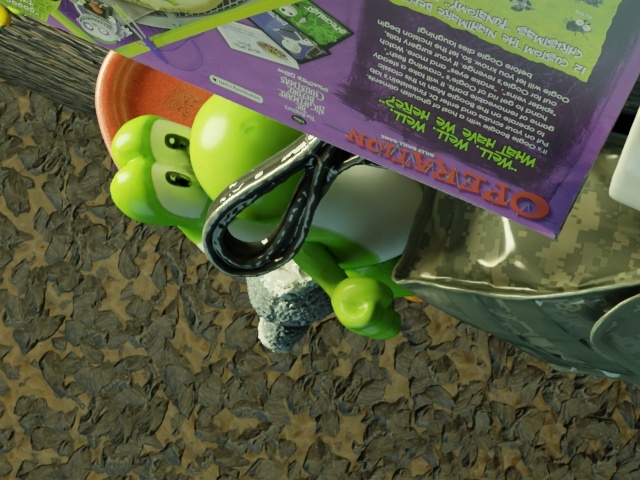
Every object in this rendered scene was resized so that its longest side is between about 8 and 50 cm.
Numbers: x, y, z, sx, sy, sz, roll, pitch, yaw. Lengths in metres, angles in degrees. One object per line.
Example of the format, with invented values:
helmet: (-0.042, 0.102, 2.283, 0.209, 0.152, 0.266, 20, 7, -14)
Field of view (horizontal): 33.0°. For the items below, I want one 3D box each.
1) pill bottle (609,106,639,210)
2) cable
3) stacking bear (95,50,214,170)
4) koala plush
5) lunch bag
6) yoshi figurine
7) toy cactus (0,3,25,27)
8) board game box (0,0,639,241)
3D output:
pill bottle: (0.238, -0.020, 0.411, 0.229, 0.131, 0.131, 23, 177, 15)
cable: (0.020, -0.059, 0.684, 0.139, 0.287, 0.072, 44, -153, -34)
stacking bear: (-0.121, -0.136, 1.080, 0.164, 0.175, 0.289, 42, -176, -6)
koala plush: (0.000, 0.000, 1.116, 0.203, 0.221, 0.196, 28, 149, 4)
lunch bag: (0.245, 0.021, 0.815, 0.287, 0.169, 0.235, 5, 164, 46)
yoshi figurine: (0.018, -0.040, 0.874, 0.362, 0.203, 0.203, 8, -149, -36)
toy cactus: (-0.403, -0.291, 1.163, 0.219, 0.112, 0.180, 16, -172, -5)
board game box: (-0.025, -0.134, 0.475, 0.347, 0.056, 0.208, 24, 146, 8)
